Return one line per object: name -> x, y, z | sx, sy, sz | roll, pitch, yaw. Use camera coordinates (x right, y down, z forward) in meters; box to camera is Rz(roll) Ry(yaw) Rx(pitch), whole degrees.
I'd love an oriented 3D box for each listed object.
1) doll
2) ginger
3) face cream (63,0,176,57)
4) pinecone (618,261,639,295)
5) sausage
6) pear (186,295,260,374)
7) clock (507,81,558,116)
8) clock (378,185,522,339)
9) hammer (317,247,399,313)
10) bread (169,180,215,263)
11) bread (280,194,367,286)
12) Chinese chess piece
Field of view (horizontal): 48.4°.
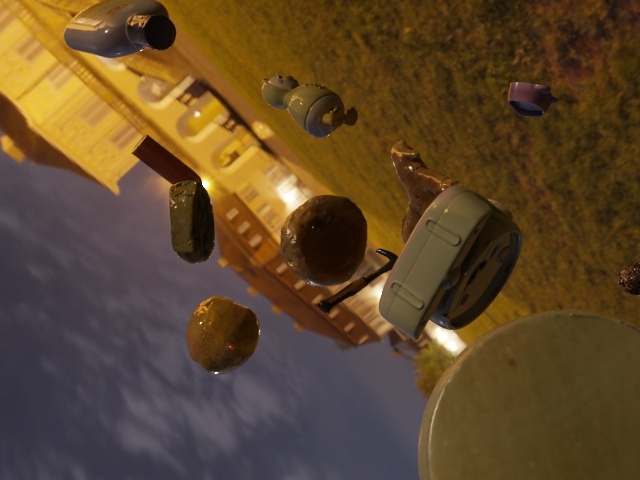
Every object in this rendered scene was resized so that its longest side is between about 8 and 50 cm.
doll -> -0.044, -0.346, 1.748 | 0.141, 0.117, 0.296 | -21, -131, -43
ginger -> 0.322, -0.159, 2.152 | 0.348, 0.122, 0.363 | 71, 159, 1
face cream -> -0.324, -0.351, 1.177 | 0.291, 0.144, 0.071 | 28, 150, 50
pinecone -> 0.693, 0.087, 1.548 | 0.083, 0.077, 0.077 | 34, -170, -35
sausage -> -0.422, -0.202, 2.021 | 0.234, 0.071, 0.071 | 39, -174, -21
pear -> -0.221, 0.215, 1.604 | 0.178, 0.178, 0.178 | 48, -177, -3
clock -> 0.575, -0.378, 1.931 | 0.110, 0.050, 0.153 | 12, 177, 32
clock -> 0.257, 0.044, 1.283 | 0.109, 0.265, 0.324 | 35, -163, 31
hammer -> 0.077, 0.079, 1.367 | 0.078, 0.201, 0.021 | 55, 153, 12
bread -> -0.237, -0.034, 1.329 | 0.117, 0.064, 0.156 | 9, -106, -79
bread -> 0.000, 0.000, 1.799 | 0.244, 0.244, 0.134 | 47, 160, -24
Chinese chess piece -> 0.287, 0.254, 0.810 | 0.349, 0.349, 0.146 | 49, 178, 25
